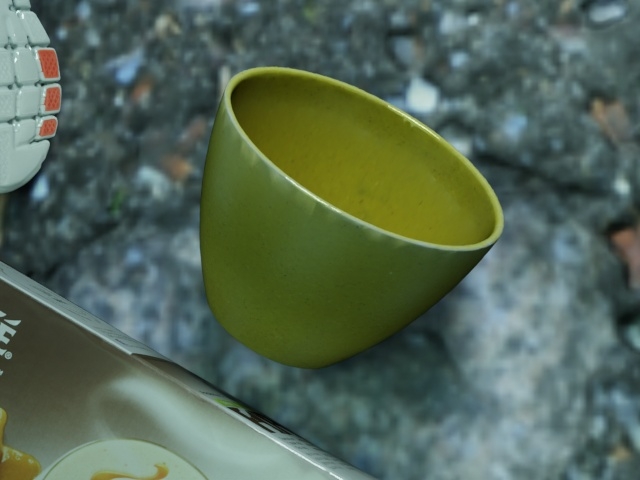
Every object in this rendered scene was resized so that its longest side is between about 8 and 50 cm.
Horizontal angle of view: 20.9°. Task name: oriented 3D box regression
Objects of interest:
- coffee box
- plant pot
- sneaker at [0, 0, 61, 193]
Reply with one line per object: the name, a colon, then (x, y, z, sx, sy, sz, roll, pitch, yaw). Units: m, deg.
coffee box: (-0.112, 0.108, 0.779, 0.247, 0.098, 0.141, 29, 89, 16)
plant pot: (0.000, 0.000, 0.764, 0.134, 0.134, 0.095, 36, 117, 16)
sneaker: (-0.174, -0.096, 0.859, 0.065, 0.061, 0.157, -17, 75, 39)
